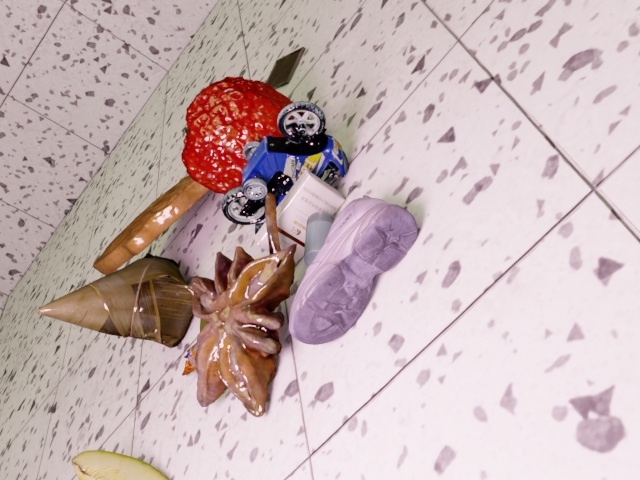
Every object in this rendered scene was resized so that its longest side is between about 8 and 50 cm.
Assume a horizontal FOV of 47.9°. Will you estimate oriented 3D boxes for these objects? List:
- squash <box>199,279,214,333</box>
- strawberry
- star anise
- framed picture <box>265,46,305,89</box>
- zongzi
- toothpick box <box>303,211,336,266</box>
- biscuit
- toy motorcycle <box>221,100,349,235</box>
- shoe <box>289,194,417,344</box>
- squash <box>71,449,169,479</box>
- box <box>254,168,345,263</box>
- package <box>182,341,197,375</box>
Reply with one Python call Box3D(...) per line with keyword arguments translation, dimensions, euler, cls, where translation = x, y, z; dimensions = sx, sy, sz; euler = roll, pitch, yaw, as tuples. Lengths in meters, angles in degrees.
Box3D(translation=(-0.191, 0.140, 1.352), dimensions=(0.066, 0.066, 0.252), euler=(-44, 29, 27), cls="squash")
Box3D(translation=(-0.132, -0.207, 1.452), dimensions=(0.276, 0.257, 0.258), euler=(8, 65, 26), cls="strawberry")
Box3D(translation=(-0.122, 0.118, 1.177), dimensions=(0.292, 0.109, 0.350), euler=(-25, 62, 33), cls="star anise")
Box3D(translation=(-0.098, -0.437, 1.860), dimensions=(0.149, 0.011, 0.109), euler=(-1, 61, 60), cls="framed picture")
Box3D(translation=(-0.449, 0.107, 1.565), dimensions=(0.289, 0.317, 0.154), euler=(-145, 66, -64), cls="zongzi")
Box3D(translation=(0.000, 0.000, 1.184), dimensions=(0.052, 0.052, 0.083), euler=(-36, 36, 38), cls="toothpick box")
Box3D(translation=(-0.396, -0.068, 1.781), dimensions=(0.365, 0.062, 0.385), euler=(-23, 21, 51), cls="biscuit")
Box3D(translation=(-0.056, -0.116, 1.300), dimensions=(0.315, 0.168, 0.113), euler=(-50, 33, 38), cls="toy motorcycle")
Box3D(translation=(0.030, 0.036, 1.059), dimensions=(0.245, 0.095, 0.137), euler=(-52, 23, 6), cls="shoe")
Box3D(translation=(-0.318, 0.416, 1.234), dimensions=(0.252, 0.093, 0.170), euler=(-31, 82, 44), cls="squash")
Box3D(translation=(-0.036, -0.037, 1.249), dimensions=(0.154, 0.084, 0.040), euler=(-52, 28, 13), cls="box")
Box3D(translation=(-0.228, 0.210, 1.379), dimensions=(0.110, 0.033, 0.077), euler=(-40, 22, 24), cls="package")
